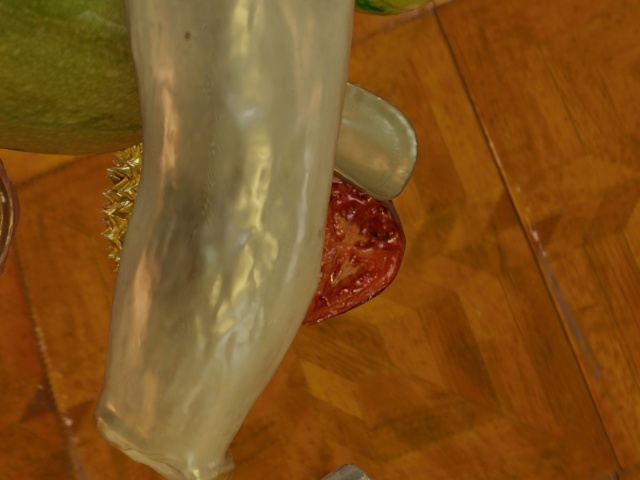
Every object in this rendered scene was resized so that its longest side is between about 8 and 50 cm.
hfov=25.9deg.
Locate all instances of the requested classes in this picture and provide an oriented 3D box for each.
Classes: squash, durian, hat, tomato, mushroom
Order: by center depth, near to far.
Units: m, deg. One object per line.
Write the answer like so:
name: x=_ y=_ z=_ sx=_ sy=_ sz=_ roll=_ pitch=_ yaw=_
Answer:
mushroom: x=-0.044 y=-0.058 z=0.645 sx=0.109 sy=0.097 sz=0.351 roll=5 pitch=91 yaw=13
squash: x=-0.198 y=-0.146 z=0.711 sx=0.189 sy=0.260 sz=0.189 roll=-1 pitch=87 yaw=33
hat: x=-0.028 y=-0.070 z=1.135 sx=0.173 sy=0.166 sz=0.144 roll=52 pitch=128 yaw=7
tomato: x=0.005 y=-0.007 z=1.478 sx=0.166 sy=0.174 sz=0.082 roll=-25 pitch=39 yaw=-26
durian: x=-0.200 y=-0.048 z=1.662 sx=0.138 sy=0.183 sz=0.249 roll=-1 pitch=86 yaw=30

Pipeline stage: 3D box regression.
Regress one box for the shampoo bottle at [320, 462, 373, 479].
shampoo bottle: x=-0.040 y=0.254 z=1.074 sx=0.214 sy=0.072 sz=0.072 roll=-32 pitch=64 yaw=-30

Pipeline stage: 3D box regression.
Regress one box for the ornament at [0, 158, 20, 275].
ornament: x=-0.399 y=-0.026 z=1.201 sx=0.218 sy=0.235 sz=0.221 roll=15 pitch=74 yaw=36

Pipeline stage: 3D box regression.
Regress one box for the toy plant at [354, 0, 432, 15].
toy plant: x=0.127 y=-0.310 z=1.194 sx=0.316 sy=0.224 sz=0.184 roll=-5 pitch=41 yaw=45
